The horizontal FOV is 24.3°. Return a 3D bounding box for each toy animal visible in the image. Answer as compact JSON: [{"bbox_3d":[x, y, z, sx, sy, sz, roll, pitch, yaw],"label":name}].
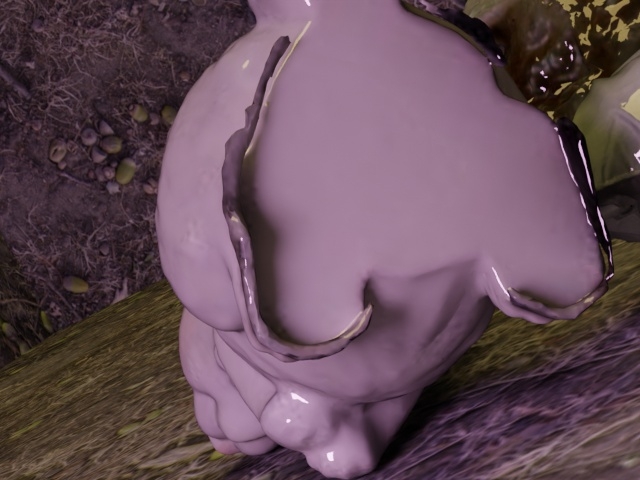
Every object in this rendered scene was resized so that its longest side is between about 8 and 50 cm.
[{"bbox_3d":[0.000,0.000,0.800,0.194,0.258,0.357,2,-12,-12],"label":"toy animal"}]

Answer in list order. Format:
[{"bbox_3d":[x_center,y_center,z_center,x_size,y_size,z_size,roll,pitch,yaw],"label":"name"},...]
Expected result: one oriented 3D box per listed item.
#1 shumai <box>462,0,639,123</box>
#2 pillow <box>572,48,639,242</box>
[{"bbox_3d":[0.235,-0.224,1.184,0.395,0.348,0.395,-24,9,4],"label":"shumai"},{"bbox_3d":[0.274,-0.090,0.735,0.310,0.138,0.283,-19,11,46],"label":"pillow"}]
